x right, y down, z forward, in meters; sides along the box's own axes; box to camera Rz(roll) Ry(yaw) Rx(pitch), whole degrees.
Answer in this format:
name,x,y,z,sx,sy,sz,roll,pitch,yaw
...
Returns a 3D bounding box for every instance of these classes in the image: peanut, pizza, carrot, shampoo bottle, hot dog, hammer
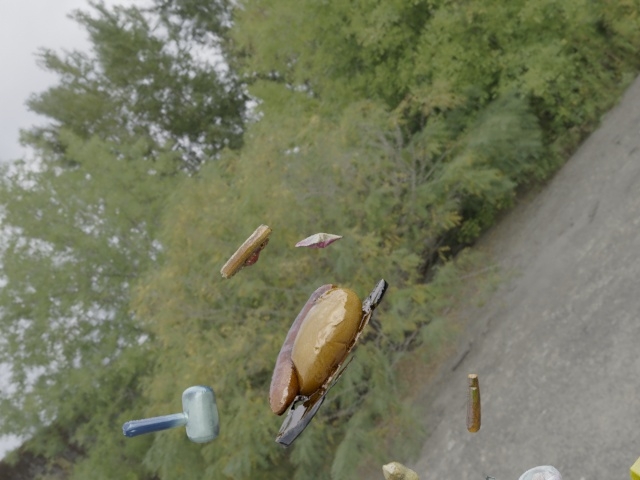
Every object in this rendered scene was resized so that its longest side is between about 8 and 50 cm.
name,x,y,z,sx,sy,sz,roll,pitch,yaw
peanut,0.122,0.358,1.045,0.037,0.083,0.037,-34,37,31
pizza,-0.196,0.035,1.928,0.188,0.062,0.199,-45,2,1
carrot,0.420,0.446,1.897,0.042,0.042,0.171,-46,-47,-71
shampoo bottle,0.381,0.417,1.196,0.072,0.043,0.099,-25,-27,10
hot dog,-0.008,0.183,1.215,0.194,0.107,0.326,-54,2,46
hammer,-0.300,0.360,1.386,0.193,0.116,0.069,-5,-10,-28

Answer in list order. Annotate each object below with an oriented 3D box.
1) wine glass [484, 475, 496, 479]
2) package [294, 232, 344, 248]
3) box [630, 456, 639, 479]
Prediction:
name,x,y,z,sx,sy,sz,roll,pitch,yaw
wine glass,0.440,0.761,1.902,0.204,0.111,0.111,-57,-3,13
package,0.000,0.000,1.322,0.083,0.029,0.059,-11,3,-37
box,0.779,0.423,1.410,0.279,0.041,0.153,-38,38,-23
